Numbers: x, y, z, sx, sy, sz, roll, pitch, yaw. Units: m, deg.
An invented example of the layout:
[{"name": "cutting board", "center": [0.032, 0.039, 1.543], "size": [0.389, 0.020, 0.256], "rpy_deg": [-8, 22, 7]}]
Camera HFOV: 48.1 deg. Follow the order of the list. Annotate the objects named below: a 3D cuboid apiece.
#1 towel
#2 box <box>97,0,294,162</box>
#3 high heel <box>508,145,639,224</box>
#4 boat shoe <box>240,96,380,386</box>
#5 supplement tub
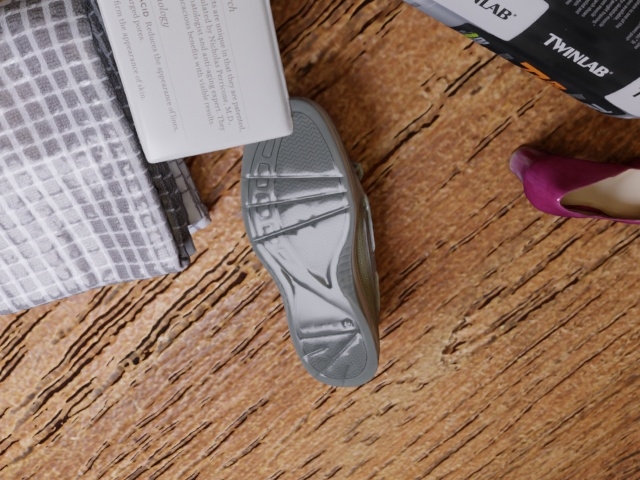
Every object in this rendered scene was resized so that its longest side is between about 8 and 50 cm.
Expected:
[{"name": "towel", "center": [-0.259, -0.069, 0.661], "size": [0.235, 0.121, 0.283], "rpy_deg": [-18, 118, 3]}, {"name": "box", "center": [-0.101, -0.184, 0.587], "size": [0.119, 0.181, 0.181], "rpy_deg": [-12, 118, -2]}, {"name": "high heel", "center": [0.324, -0.045, 0.751], "size": [0.244, 0.117, 0.082], "rpy_deg": [15, 114, -15]}, {"name": "boat shoe", "center": [0.003, 0.001, 0.755], "size": [0.118, 0.103, 0.320], "rpy_deg": [-9, 114, 19]}, {"name": "supplement tub", "center": [0.227, -0.228, 0.602], "size": [0.316, 0.193, 0.193], "rpy_deg": [23, 112, -17]}]
